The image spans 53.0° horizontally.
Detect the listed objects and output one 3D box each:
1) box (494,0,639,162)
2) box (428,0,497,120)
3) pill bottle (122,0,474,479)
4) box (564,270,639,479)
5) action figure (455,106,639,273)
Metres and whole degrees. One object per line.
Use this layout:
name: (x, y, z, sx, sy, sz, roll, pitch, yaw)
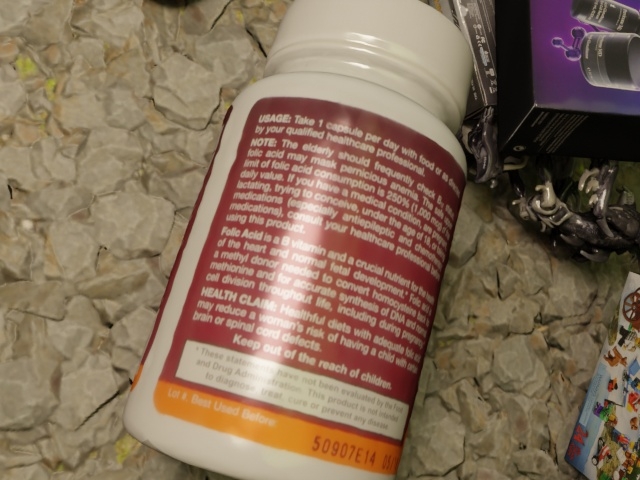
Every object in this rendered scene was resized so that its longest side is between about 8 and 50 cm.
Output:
box: (0.275, -0.216, 0.630, 0.184, 0.103, 0.261, 4, 73, -4)
box: (0.228, -0.271, 0.783, 0.183, 0.056, 0.231, -12, 86, -24)
pill bottle: (0.000, 0.000, 0.559, 0.224, 0.224, 0.392, 21, 75, -17)
box: (0.355, 0.164, 0.666, 0.044, 0.159, 0.233, 13, 97, -18)
action figure: (0.279, -0.063, 0.717, 0.275, 0.164, 0.141, 25, 78, -10)
